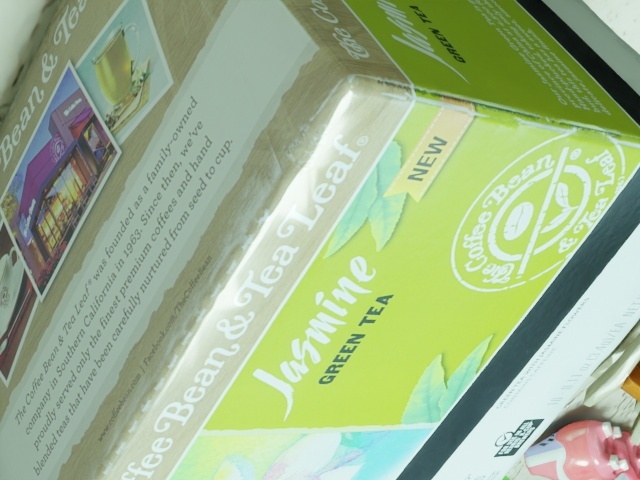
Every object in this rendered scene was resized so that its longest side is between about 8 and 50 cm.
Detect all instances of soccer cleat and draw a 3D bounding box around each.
[{"bbox_3d":[0.300,0.245,1.360,0.095,0.083,0.248,-15,156,23],"label":"soccer cleat"}]

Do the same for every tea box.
[{"bbox_3d":[0.000,0.000,0.711,0.324,0.220,0.329,5,128,-41],"label":"tea box"}]

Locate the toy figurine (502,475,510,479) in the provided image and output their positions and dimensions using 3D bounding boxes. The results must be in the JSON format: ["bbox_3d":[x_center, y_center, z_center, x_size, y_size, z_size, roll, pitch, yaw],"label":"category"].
[{"bbox_3d":[0.107,0.319,1.272,0.173,0.130,0.159,-34,162,-36],"label":"toy figurine"}]

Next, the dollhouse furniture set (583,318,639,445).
[{"bbox_3d":[0.408,0.153,1.204,0.135,0.262,0.259,-54,173,21],"label":"dollhouse furniture set"}]
